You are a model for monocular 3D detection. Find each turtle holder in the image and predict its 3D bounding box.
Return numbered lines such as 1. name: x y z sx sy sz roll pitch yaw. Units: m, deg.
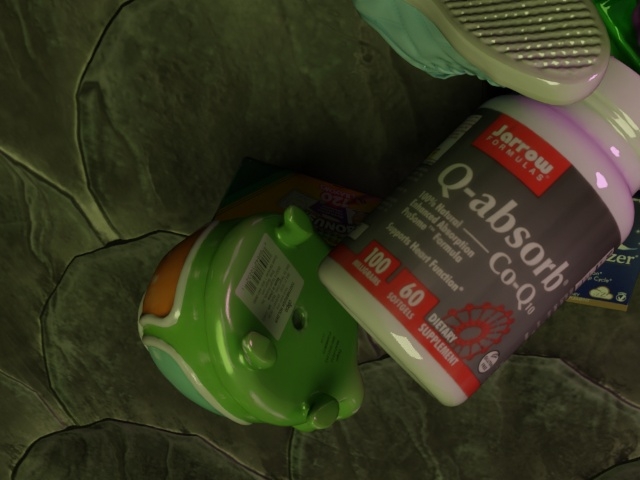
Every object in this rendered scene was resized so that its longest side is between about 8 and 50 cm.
1. turtle holder: -0.069 0.102 1.082 0.227 0.243 0.320 -7 164 36

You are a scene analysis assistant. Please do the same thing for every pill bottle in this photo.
1. pill bottle: 0.190 -0.020 0.948 0.363 0.210 0.210 -45 110 -3

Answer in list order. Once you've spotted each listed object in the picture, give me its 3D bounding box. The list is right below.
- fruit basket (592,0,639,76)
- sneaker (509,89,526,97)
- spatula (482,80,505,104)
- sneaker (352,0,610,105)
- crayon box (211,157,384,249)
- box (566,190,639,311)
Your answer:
1. fruit basket: 0.428 -0.242 0.796 0.392 0.392 0.283 -32 113 32
2. sneaker: 0.323 -0.140 1.080 0.221 0.083 0.087 18 102 -13
3. spatula: 0.206 -0.225 1.076 0.084 0.030 0.296 -1 125 13
4. sneaker: 0.157 -0.227 0.946 0.135 0.366 0.150 -33 143 -10
5. crayon box: 0.000 0.000 1.212 0.278 0.165 0.081 17 128 1
6. box: 0.365 -0.009 1.195 0.136 0.036 0.225 9 127 8
